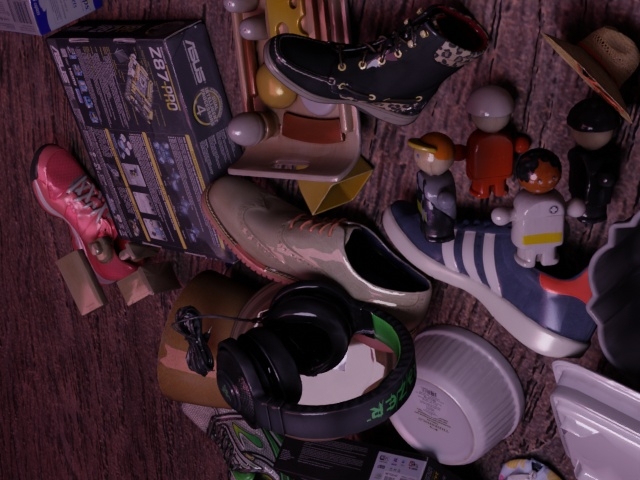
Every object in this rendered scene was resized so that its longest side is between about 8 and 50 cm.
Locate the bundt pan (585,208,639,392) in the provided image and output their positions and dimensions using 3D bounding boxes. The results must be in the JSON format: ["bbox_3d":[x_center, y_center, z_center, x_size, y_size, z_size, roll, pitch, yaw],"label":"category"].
[{"bbox_3d":[0.470,0.069,1.139,0.331,0.124,0.330,27,136,30],"label":"bundt pan"}]

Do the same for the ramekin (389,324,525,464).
[{"bbox_3d":[0.192,0.241,1.567,0.207,0.109,0.207,27,135,30],"label":"ramekin"}]

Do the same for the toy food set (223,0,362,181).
[{"bbox_3d":[-0.065,-0.238,1.425,0.220,0.092,0.306,7,110,42],"label":"toy food set"}]

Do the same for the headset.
[{"bbox_3d":[-0.051,0.177,1.473,0.394,0.243,0.185,17,129,32],"label":"headset"}]

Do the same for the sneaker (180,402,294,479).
[{"bbox_3d":[-0.145,0.399,2.003,0.344,0.146,0.134,35,139,22],"label":"sneaker"}]

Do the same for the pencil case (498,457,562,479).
[{"bbox_3d":[0.266,0.450,1.530,0.114,0.273,0.124,33,146,13],"label":"pencil case"}]

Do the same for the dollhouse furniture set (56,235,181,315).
[{"bbox_3d":[-0.377,0.063,1.948,0.151,0.123,0.144,-28,85,16],"label":"dollhouse furniture set"}]

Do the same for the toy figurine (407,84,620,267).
[{"bbox_3d":[0.224,-0.083,1.201,0.213,0.210,0.148,18,125,35],"label":"toy figurine"}]

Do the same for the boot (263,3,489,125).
[{"bbox_3d":[0.069,-0.234,1.266,0.237,0.085,0.179,16,148,-28],"label":"boot"}]

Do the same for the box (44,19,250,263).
[{"bbox_3d":[-0.276,-0.168,1.731,0.318,0.097,0.394,11,126,43],"label":"box"}]

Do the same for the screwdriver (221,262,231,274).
[{"bbox_3d":[-0.168,0.053,1.856,0.170,0.024,0.025,117,139,-51],"label":"screwdriver"}]

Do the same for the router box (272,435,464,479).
[{"bbox_3d":[0.112,0.409,1.712,0.309,0.081,0.243,2,153,44],"label":"router box"}]

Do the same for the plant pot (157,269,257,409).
[{"bbox_3d":[-0.108,0.193,1.768,0.255,0.237,0.237,14,130,19],"label":"plant pot"}]

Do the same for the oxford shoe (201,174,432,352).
[{"bbox_3d":[0.000,0.000,1.563,0.397,0.140,0.146,32,136,7],"label":"oxford shoe"}]

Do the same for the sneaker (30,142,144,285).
[{"bbox_3d":[-0.432,-0.055,1.989,0.136,0.116,0.313,-4,123,36],"label":"sneaker"}]

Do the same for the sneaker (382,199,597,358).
[{"bbox_3d":[0.233,0.006,1.352,0.350,0.131,0.148,36,110,36],"label":"sneaker"}]

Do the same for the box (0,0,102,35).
[{"bbox_3d":[-0.451,-0.395,1.693,0.126,0.137,0.072,15,130,38],"label":"box"}]

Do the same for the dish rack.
[{"bbox_3d":[0.414,0.286,1.294,0.286,0.072,0.333,26,164,29],"label":"dish rack"}]

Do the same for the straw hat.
[{"bbox_3d":[0.312,-0.199,1.131,0.061,0.144,0.144,-44,83,13],"label":"straw hat"}]

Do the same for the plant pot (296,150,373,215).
[{"bbox_3d":[0.011,-0.101,1.510,0.083,0.081,0.081,56,144,18],"label":"plant pot"}]

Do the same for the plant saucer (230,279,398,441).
[{"bbox_3d":[-0.012,0.187,1.643,0.278,0.041,0.277,0,95,5],"label":"plant saucer"}]
